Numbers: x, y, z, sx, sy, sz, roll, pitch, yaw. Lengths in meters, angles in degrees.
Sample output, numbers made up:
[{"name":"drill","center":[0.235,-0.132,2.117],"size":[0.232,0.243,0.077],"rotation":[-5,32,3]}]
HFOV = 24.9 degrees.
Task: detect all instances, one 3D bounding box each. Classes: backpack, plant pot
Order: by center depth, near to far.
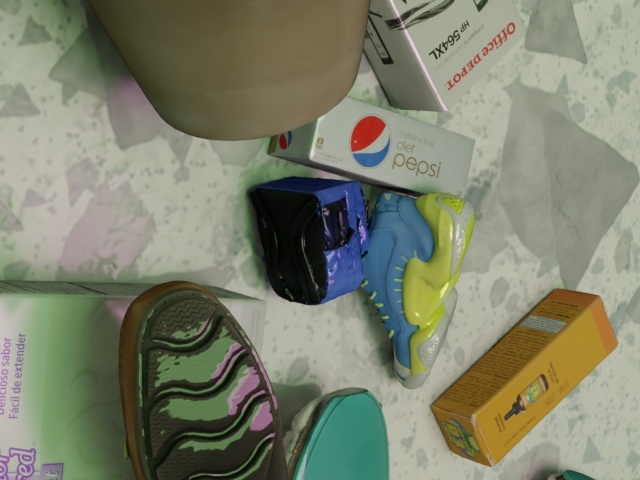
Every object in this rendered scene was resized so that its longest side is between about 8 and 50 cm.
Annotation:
[{"name":"plant pot","center":[-0.076,-0.249,1.215],"size":[0.323,0.323,0.280],"rotation":[-37,134,-28]},{"name":"backpack","center":[0.000,0.000,1.425],"size":[0.101,0.098,0.120],"rotation":[-16,107,-39]}]

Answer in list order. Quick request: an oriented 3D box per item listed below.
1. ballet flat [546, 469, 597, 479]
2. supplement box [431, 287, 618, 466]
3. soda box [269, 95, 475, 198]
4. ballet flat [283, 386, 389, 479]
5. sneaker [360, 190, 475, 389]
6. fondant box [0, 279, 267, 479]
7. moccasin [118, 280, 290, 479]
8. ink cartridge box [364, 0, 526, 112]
[{"name":"ballet flat","center":[0.402,0.389,1.811],"size":[0.400,0.139,0.139],"rotation":[22,84,-35]},{"name":"supplement box","center":[0.235,0.153,1.652],"size":[0.233,0.080,0.078],"rotation":[-39,119,-29]},{"name":"soda box","center":[0.055,-0.095,1.471],"size":[0.216,0.069,0.074],"rotation":[14,88,-40]},{"name":"ballet flat","center":[-0.027,0.345,1.432],"size":[0.147,0.147,0.409],"rotation":[17,73,-39]},{"name":"sneaker","center":[0.081,0.043,1.517],"size":[0.091,0.126,0.240],"rotation":[-58,163,-56]},{"name":"fondant box","center":[-0.216,0.159,1.283],"size":[0.330,0.096,0.238],"rotation":[3,96,-38]},{"name":"moccasin","center":[-0.092,0.201,1.252],"size":[0.139,0.147,0.380],"rotation":[-29,120,-16]},{"name":"ink cartridge box","center":[0.105,-0.253,1.472],"size":[0.148,0.086,0.203],"rotation":[-45,121,-24]}]
